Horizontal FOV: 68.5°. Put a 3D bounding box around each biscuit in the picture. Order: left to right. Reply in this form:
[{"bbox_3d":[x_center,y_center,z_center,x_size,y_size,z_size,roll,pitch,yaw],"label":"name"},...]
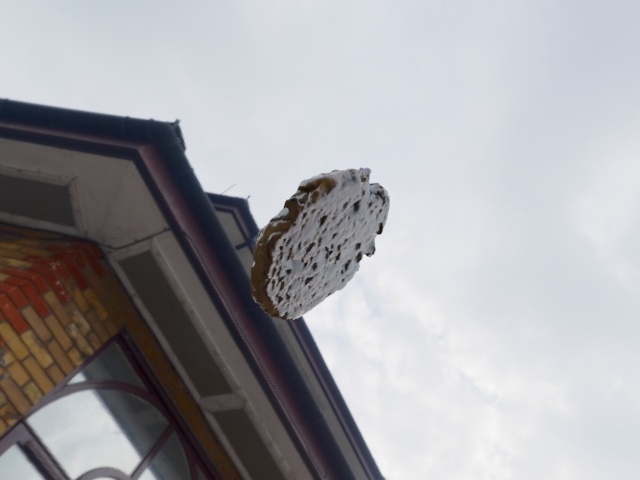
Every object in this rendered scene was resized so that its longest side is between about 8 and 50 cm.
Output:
[{"bbox_3d":[0.001,-0.004,0.863,0.081,0.334,0.289,32,-52,32],"label":"biscuit"}]
